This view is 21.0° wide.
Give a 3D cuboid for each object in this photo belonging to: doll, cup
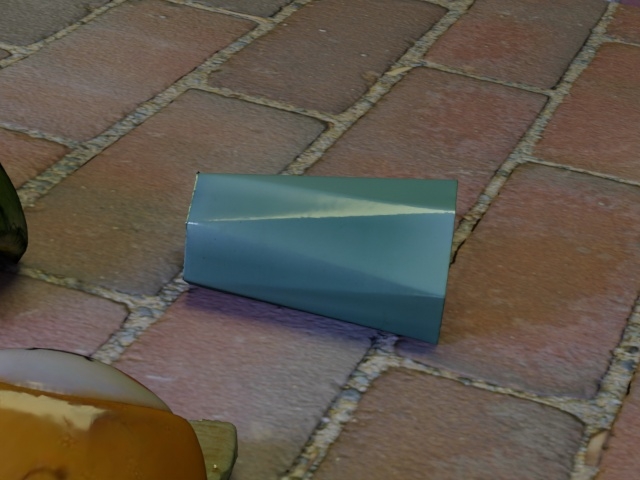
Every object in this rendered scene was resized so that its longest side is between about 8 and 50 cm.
[{"bbox_3d":[-0.174,0.168,1.066,0.213,0.213,0.236,9,-9,1],"label":"doll"},{"bbox_3d":[0.000,0.000,1.538,0.236,0.148,0.134,9,-9,2],"label":"cup"}]

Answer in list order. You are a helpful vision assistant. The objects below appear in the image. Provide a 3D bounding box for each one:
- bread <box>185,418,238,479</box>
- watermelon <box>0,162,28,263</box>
[{"bbox_3d":[-0.151,0.170,1.230,0.193,0.036,0.112,3,32,-10],"label":"bread"},{"bbox_3d":[-0.408,-0.046,1.459,0.331,0.189,0.331,12,21,-5],"label":"watermelon"}]
